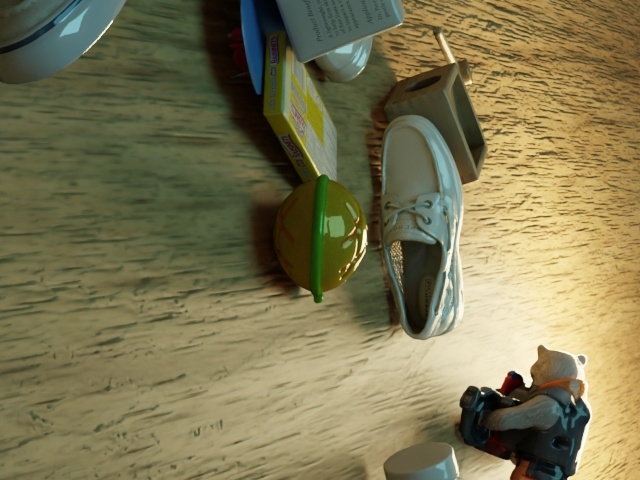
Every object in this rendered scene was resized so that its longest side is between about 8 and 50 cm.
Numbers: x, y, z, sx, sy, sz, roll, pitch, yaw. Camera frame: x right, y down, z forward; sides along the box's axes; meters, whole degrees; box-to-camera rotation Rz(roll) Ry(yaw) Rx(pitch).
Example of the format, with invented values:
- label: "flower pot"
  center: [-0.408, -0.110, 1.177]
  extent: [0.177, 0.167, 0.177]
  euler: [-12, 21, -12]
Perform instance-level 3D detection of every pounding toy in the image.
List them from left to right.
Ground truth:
- label: "pounding toy"
  center: [0.142, -0.178, 2.129]
  extent: [0.206, 0.094, 0.181]
  euler: [-62, 132, -66]

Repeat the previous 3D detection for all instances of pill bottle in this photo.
- label: "pill bottle"
  center: [0.135, 0.335, 1.902]
  extent: [0.112, 0.112, 0.186]
  euler: [-41, 118, -61]

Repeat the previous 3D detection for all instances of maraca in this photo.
- label: "maraca"
  center: [0.000, 0.000, 1.756]
  extent: [0.185, 0.099, 0.127]
  euler: [85, 12, -74]

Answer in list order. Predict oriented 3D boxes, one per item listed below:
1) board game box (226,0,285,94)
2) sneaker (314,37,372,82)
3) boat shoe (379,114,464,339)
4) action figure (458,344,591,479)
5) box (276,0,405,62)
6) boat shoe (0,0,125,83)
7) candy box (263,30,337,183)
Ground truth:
- label: "board game box"
  center: [-0.073, -0.216, 1.738]
  extent: [0.169, 0.033, 0.133]
  euler: [-10, 94, -76]
- label: "sneaker"
  center: [0.025, -0.294, 1.937]
  extent: [0.094, 0.080, 0.212]
  euler: [39, 47, -39]
- label: "boat shoe"
  center: [0.119, -0.014, 2.004]
  extent: [0.096, 0.098, 0.277]
  euler: [-17, 99, -66]
- label: "action figure"
  center: [0.318, 0.308, 2.233]
  extent: [0.341, 0.179, 0.330]
  euler: [15, 79, -58]
- label: "box"
  center: [0.006, -0.299, 1.760]
  extent: [0.182, 0.119, 0.181]
  euler: [-73, 143, -78]
- label: "boat shoe"
  center: [-0.217, -0.288, 1.275]
  extent: [0.367, 0.136, 0.156]
  euler: [-80, 149, -41]
- label: "candy box"
  center: [-0.019, -0.127, 1.788]
  extent: [0.206, 0.027, 0.105]
  euler: [60, 29, -57]
